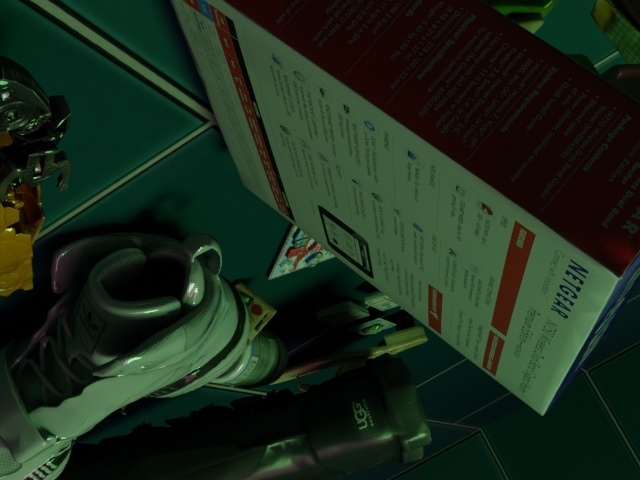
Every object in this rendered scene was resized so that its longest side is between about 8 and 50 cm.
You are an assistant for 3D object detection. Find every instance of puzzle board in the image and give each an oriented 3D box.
[{"bbox_3d":[0.000,0.000,1.148,0.096,0.011,0.128,-18,159,-24],"label":"puzzle board"}]

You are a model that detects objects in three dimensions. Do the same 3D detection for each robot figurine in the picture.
[{"bbox_3d":[-0.257,-0.026,0.651,0.211,0.085,0.291,-20,160,-20],"label":"robot figurine"}]

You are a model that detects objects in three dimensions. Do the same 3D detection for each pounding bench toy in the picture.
[{"bbox_3d":[-0.101,0.076,1.158,0.065,0.083,0.052,-52,-178,-39],"label":"pounding bench toy"}]

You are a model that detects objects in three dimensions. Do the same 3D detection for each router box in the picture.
[{"bbox_3d":[0.061,-0.041,0.692,0.082,0.301,0.335,-49,164,-12],"label":"router box"}]

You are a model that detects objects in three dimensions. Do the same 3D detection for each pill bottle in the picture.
[{"bbox_3d":[-0.092,0.131,1.257,0.078,0.078,0.137,-31,160,11],"label":"pill bottle"}]

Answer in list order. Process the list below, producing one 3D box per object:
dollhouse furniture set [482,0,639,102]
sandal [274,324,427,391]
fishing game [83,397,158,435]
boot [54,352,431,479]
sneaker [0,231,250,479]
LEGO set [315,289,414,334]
[{"bbox_3d":[0.234,-0.114,0.886,0.302,0.197,0.151,-9,152,-39],"label":"dollhouse furniture set"},{"bbox_3d":[0.047,0.195,1.546,0.240,0.079,0.088,-18,167,-5],"label":"sandal"},{"bbox_3d":[-0.267,0.194,1.203,0.264,0.041,0.189,-15,160,-6],"label":"fishing game"},{"bbox_3d":[-0.101,0.271,1.359,0.445,0.146,0.367,-19,164,-3],"label":"boot"},{"bbox_3d":[-0.232,0.107,0.947,0.366,0.137,0.210,-28,160,-14],"label":"sneaker"},{"bbox_3d":[0.115,0.075,1.464,0.182,0.060,0.244,-20,162,18],"label":"LEGO set"}]
